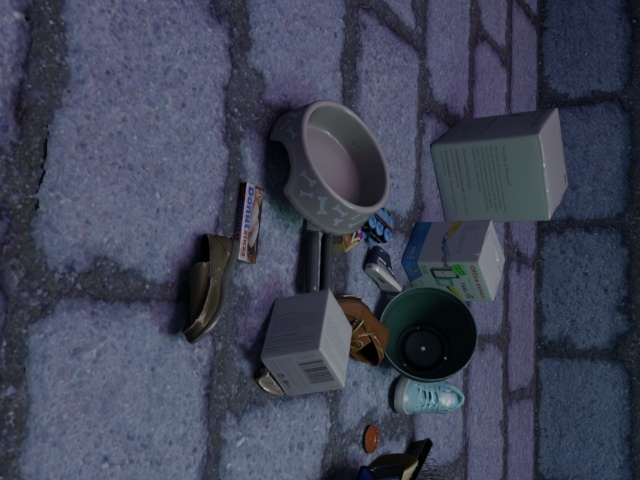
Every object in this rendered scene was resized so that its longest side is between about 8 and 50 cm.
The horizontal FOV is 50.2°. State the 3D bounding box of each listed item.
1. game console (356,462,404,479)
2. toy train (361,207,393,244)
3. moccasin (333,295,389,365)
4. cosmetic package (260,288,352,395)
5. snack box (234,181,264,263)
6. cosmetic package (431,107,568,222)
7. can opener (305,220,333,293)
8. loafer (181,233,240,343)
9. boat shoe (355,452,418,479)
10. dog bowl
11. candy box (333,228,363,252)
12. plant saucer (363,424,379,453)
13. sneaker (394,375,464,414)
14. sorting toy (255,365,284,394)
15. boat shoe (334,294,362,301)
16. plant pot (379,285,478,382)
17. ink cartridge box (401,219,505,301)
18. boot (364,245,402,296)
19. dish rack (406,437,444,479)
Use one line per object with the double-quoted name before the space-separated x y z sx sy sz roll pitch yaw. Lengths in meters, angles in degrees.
"game console" 0.155 0.758 1.796 0.173 0.250 0.293 14 93 -16
"toy train" 0.151 -0.059 2.009 0.184 0.080 0.105 38 49 -48
"moccasin" 0.075 0.250 1.833 0.380 0.139 0.147 49 40 -57
"cosmetic package" -0.028 0.240 1.605 0.184 0.151 0.151 -78 148 -48
"snack box" -0.164 -0.039 1.557 0.064 0.022 0.178 19 73 -54
"cosmetic package" 0.674 -0.274 2.540 0.329 0.393 0.328 -42 123 -51
"can opener" 0.000 0.000 1.743 0.093 0.074 0.281 129 -34 -72
"loafer" -0.240 0.091 1.390 0.087 0.094 0.251 31 50 -25
"boat shoe" 0.185 0.721 2.002 0.302 0.109 0.098 -18 109 -51
"dog bowl" 0.037 -0.191 1.694 0.348 0.102 0.349 24 52 -36
"candy box" 0.058 -0.070 1.881 0.109 0.053 0.187 -31 114 -54
"plant saucer" 0.150 0.591 2.031 0.083 0.013 0.084 4 85 -58
"sneaker" 0.370 0.508 2.253 0.366 0.150 0.135 11 78 -57
"sorting toy" -0.114 0.311 1.607 0.083 0.044 0.075 59 36 -38
"boat shoe" 0.079 0.173 1.911 0.137 0.049 0.043 16 77 -61
"plant pot" 0.323 0.312 2.110 0.196 0.292 0.293 84 19 -64
"ink cartridge box" 0.449 0.068 2.286 0.198 0.270 0.197 61 42 -35
"boot" 0.205 0.095 2.087 0.190 0.069 0.086 47 54 -44
"dish rack" 0.343 0.813 2.243 0.208 0.074 0.272 -46 115 -46
